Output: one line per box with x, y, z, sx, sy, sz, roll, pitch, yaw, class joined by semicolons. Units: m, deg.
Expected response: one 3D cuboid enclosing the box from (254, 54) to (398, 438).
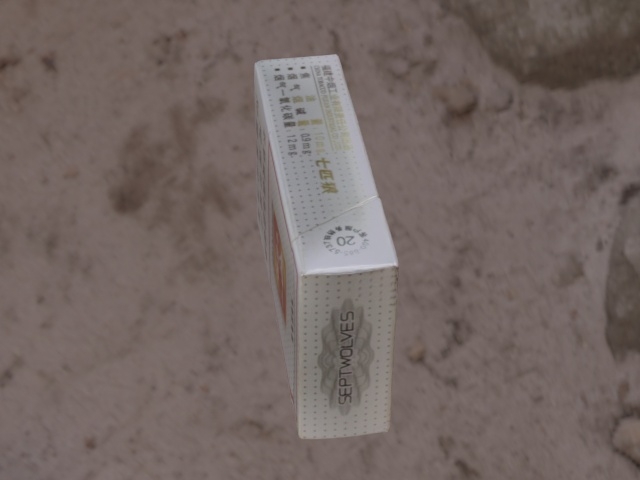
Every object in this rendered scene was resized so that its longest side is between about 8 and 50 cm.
-0.001;0.000;1.509;0.095;0.210;0.330;-5;40;-6;box
